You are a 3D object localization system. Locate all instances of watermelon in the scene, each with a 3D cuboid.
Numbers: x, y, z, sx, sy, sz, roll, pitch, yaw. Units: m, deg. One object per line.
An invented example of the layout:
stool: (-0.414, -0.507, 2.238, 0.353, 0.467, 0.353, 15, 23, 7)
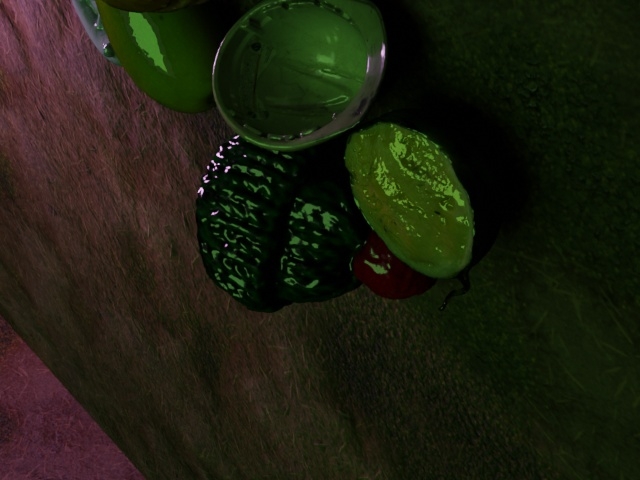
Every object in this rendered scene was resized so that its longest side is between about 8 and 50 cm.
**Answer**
watermelon: (0.139, -0.061, 1.207, 0.232, 0.127, 0.204, 50, 149, 8)

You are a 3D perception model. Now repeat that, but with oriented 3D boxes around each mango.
mango: (-0.246, -0.343, 1.481, 0.192, 0.156, 0.343, -11, 110, 59)

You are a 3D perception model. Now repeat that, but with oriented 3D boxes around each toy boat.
toy boat: (-0.369, -0.381, 1.710, 0.208, 0.079, 0.134, 56, 146, 8)

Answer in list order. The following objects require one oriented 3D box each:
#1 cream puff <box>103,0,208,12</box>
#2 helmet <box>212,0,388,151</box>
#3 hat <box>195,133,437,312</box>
cream puff: (-0.200, -0.450, 1.249, 0.327, 0.231, 0.343, 47, 127, 2)
helmet: (0.004, -0.200, 1.277, 0.257, 0.137, 0.204, 8, 86, 34)
hat: (0.000, 0.000, 1.381, 0.332, 0.242, 0.274, 27, 152, 22)
